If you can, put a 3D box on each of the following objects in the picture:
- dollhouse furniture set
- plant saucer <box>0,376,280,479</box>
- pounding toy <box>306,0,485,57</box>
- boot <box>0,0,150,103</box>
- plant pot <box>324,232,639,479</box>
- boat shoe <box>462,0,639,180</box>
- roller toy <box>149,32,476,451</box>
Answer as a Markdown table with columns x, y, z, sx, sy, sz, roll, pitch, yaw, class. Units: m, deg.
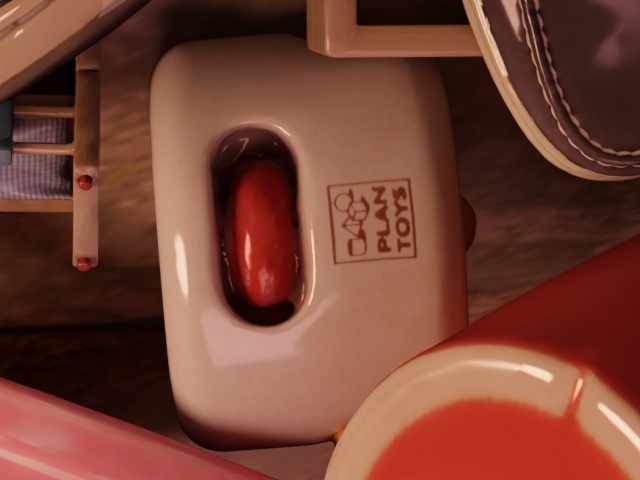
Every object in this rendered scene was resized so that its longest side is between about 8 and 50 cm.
| x | y | z | sx | sy | sz | roll | pitch | yaw | class |
| --- | --- | --- | --- | --- | --- | --- | --- | --- | --- |
| -0.158 | -0.093 | 0.834 | 0.129 | 0.129 | 0.184 | 0 | 137 | -7 | dollhouse furniture set |
| -0.113 | 0.134 | 0.983 | 0.332 | 0.084 | 0.332 | 19 | 172 | 3 | plant saucer |
| 0.099 | -0.169 | 0.804 | 0.206 | 0.094 | 0.181 | -1 | 97 | -6 | pounding toy |
| -0.203 | -0.169 | 0.611 | 0.377 | 0.138 | 0.284 | -5 | 121 | 46 | boot |
| 0.147 | 0.121 | 0.795 | 0.243 | 0.275 | 0.275 | -9 | 151 | -48 | plant pot |
| 0.100 | -0.160 | 0.710 | 0.102 | 0.092 | 0.285 | -4 | 97 | -4 | boat shoe |
| 0.000 | 0.000 | 0.905 | 0.146 | 0.209 | 0.191 | -5 | 132 | -2 | roller toy |
